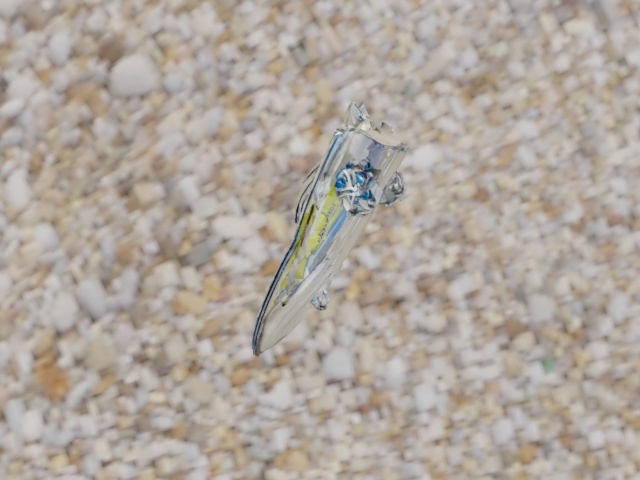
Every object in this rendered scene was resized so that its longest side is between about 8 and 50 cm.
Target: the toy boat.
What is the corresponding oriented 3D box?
[{"bbox_3d":[0.000,0.000,1.465,0.066,0.210,0.084,34,17,15],"label":"toy boat"}]
